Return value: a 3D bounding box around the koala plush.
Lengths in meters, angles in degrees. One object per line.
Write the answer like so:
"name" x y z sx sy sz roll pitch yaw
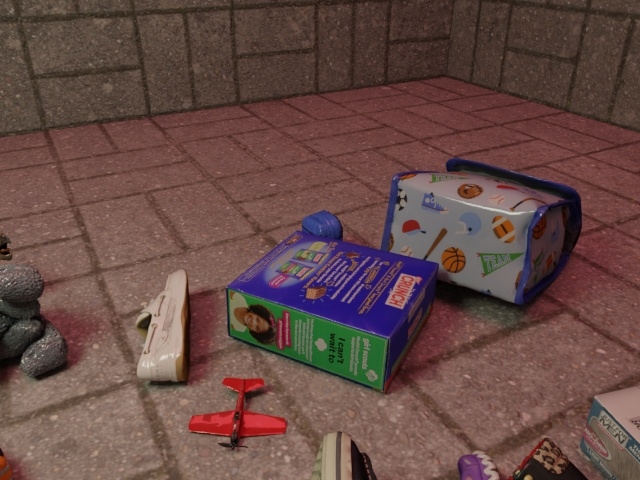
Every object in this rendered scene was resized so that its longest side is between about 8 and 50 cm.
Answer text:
"koala plush" -0.582 0.154 0.923 0.203 0.196 0.221 8 28 39

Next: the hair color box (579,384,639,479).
"hair color box" 0.563 0.273 0.761 0.347 0.105 0.174 -7 29 -14

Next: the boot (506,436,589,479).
"boot" 0.269 0.339 0.605 0.178 0.085 0.236 44 39 22

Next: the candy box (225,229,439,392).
"candy box" 0.029 0.112 1.047 0.317 0.122 0.268 13 30 25

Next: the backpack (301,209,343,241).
"backpack" 0.000 0.000 1.254 0.101 0.120 0.098 -20 35 -32

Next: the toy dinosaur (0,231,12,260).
"toy dinosaur" -0.736 0.064 1.054 0.296 0.200 0.127 -15 32 -25

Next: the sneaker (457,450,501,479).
"sneaker" 0.177 0.349 0.651 0.105 0.095 0.236 -15 23 10

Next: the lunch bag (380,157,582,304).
"lunch bag" 0.369 -0.041 1.226 0.328 0.238 0.385 20 18 34

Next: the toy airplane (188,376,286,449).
"toy airplane" -0.124 0.262 0.866 0.151 0.028 0.151 1 29 -1

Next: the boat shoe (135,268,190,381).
"boat shoe" -0.287 0.144 1.013 0.096 0.098 0.277 -4 30 -9

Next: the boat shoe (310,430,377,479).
"boat shoe" 0.073 0.382 0.489 0.156 0.186 0.500 5 24 -13

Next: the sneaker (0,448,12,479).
"sneaker" -0.568 0.330 0.672 0.180 0.124 0.321 18 22 37
